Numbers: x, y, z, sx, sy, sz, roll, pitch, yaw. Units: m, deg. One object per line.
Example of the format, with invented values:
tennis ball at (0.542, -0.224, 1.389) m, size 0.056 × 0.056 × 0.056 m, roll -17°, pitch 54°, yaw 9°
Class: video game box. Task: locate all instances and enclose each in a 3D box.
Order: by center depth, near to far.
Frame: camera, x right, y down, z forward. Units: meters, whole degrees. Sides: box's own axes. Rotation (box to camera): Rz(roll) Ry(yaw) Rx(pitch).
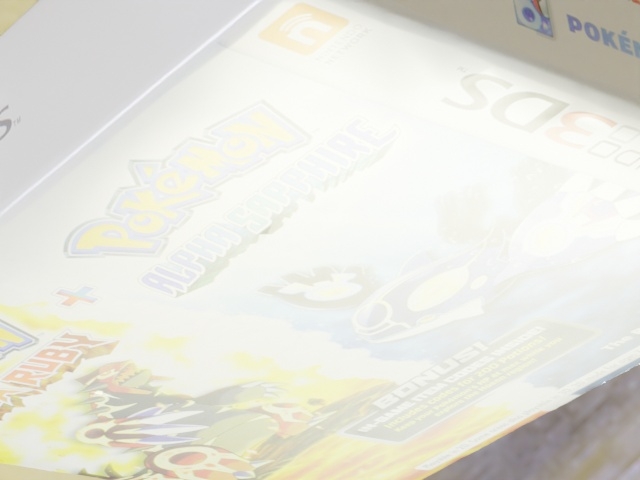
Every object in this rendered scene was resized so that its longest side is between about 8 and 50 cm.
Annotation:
video game box at (0.000, 0.000, 0.454) m, size 0.187 × 0.048 × 0.205 m, roll 17°, pitch 143°, yaw -36°
